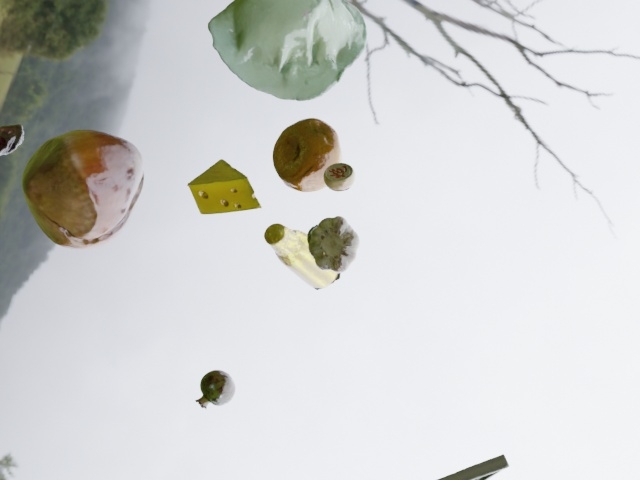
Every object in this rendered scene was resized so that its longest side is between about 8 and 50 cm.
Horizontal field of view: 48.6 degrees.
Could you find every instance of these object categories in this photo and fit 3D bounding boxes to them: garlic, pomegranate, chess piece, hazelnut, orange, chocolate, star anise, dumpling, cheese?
[{"bbox_3d":[0.039,0.013,1.997,0.102,0.147,0.159,6,76,-84],"label":"garlic"},{"bbox_3d":[-0.338,0.487,2.316,0.130,0.130,0.130,-42,-142,45],"label":"pomegranate"},{"bbox_3d":[0.049,-0.165,1.839,0.038,0.083,0.084,77,2,-46],"label":"chess piece"},{"bbox_3d":[-0.670,-0.154,2.043,0.315,0.372,0.372,44,-59,16],"label":"hazelnut"},{"bbox_3d":[-0.025,-0.277,2.323,0.249,0.183,0.249,-12,-109,38],"label":"orange"},{"bbox_3d":[-0.064,0.041,2.526,0.162,0.445,0.162,-7,-112,19],"label":"chocolate"},{"bbox_3d":[-0.742,-0.156,1.521,0.282,0.129,0.213,-1,-107,44],"label":"star anise"},{"bbox_3d":[-0.060,-0.463,1.602,0.320,0.270,0.212,-30,-161,6],"label":"dumpling"},{"bbox_3d":[-0.210,-0.122,1.697,0.171,0.093,0.126,9,-140,43],"label":"cheese"}]

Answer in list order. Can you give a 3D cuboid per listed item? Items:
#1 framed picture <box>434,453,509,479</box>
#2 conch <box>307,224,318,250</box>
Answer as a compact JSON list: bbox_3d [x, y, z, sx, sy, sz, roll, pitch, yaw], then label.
[{"bbox_3d":[0.164,0.560,1.471,0.446,0.326,0.028,110,-37,-56],"label":"framed picture"},{"bbox_3d":[0.000,0.000,2.152,0.121,0.089,0.074,-69,158,-51],"label":"conch"}]
